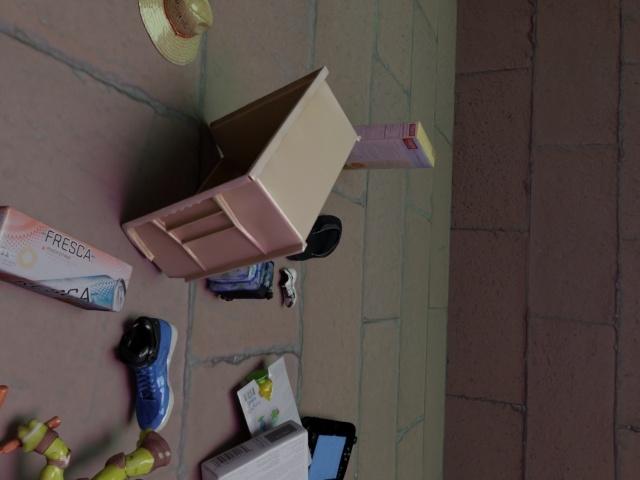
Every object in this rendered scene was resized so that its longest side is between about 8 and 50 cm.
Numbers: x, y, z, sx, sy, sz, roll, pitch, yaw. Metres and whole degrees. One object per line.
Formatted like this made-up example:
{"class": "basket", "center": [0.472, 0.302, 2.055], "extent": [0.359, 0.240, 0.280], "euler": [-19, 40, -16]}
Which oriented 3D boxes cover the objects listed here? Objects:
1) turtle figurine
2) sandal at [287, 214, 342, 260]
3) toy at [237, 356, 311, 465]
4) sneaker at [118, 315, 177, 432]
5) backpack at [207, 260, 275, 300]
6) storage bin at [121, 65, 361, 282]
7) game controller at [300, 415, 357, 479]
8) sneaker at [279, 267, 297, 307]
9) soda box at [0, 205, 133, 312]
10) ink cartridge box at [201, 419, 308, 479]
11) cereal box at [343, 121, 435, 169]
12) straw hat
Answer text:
{"class": "turtle figurine", "center": [-0.263, 0.279, 0.605], "extent": [0.217, 0.087, 0.269], "euler": [1, 83, -60]}
{"class": "sandal", "center": [0.000, 0.001, 1.254], "extent": [0.254, 0.055, 0.097], "euler": [-27, 115, -63]}
{"class": "toy", "center": [-0.097, 0.357, 1.050], "extent": [0.137, 0.056, 0.237], "euler": [-30, 112, -53]}
{"class": "sneaker", "center": [-0.234, 0.176, 0.733], "extent": [0.084, 0.058, 0.152], "euler": [48, 44, -64]}
{"class": "backpack", "center": [-0.129, 0.033, 0.911], "extent": [0.084, 0.105, 0.114], "euler": [52, 40, -56]}
{"class": "storage bin", "center": [-0.106, -0.088, 0.782], "extent": [0.123, 0.261, 0.262], "euler": [54, 40, -28]}
{"class": "game controller", "center": [0.004, 0.496, 1.269], "extent": [0.319, 0.067, 0.166], "euler": [40, 55, -59]}
{"class": "sneaker", "center": [-0.071, 0.098, 1.140], "extent": [0.037, 0.032, 0.083], "euler": [5, 81, -52]}
{"class": "soda box", "center": [-0.293, 0.026, 0.603], "extent": [0.183, 0.058, 0.062], "euler": [43, 52, -58]}
{"class": "ink cartridge box", "center": [-0.107, 0.456, 0.962], "extent": [0.189, 0.066, 0.232], "euler": [-14, 114, -40]}
{"class": "cereal box", "center": [0.142, -0.224, 1.337], "extent": [0.173, 0.240, 0.047], "euler": [36, 59, -62]}
{"class": "straw hat", "center": [-0.194, -0.332, 0.806], "extent": [0.144, 0.061, 0.144], "euler": [0, 90, -66]}
